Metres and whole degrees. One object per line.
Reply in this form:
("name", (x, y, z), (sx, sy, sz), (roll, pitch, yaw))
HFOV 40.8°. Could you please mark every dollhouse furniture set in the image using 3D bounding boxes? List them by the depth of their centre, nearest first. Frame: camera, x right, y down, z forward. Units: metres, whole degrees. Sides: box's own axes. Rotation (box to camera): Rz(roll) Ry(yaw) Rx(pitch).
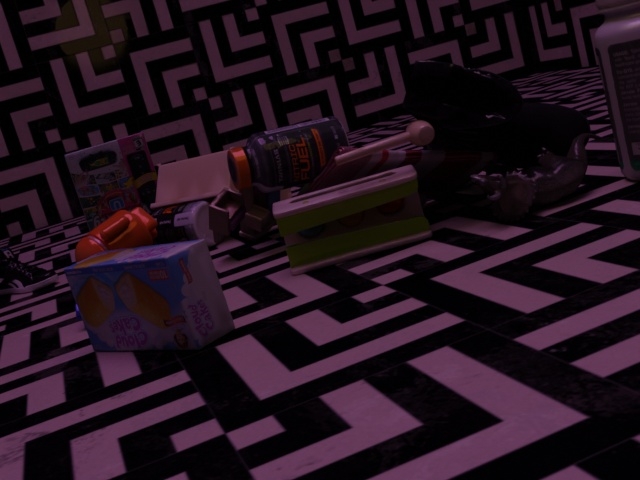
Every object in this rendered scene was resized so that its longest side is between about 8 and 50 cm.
("dollhouse furniture set", (-0.044, -0.042, 1.915), (0.303, 0.198, 0.286), (20, 49, 17))

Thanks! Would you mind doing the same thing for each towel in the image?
("towel", (0.160, -0.139, 1.745), (0.328, 0.037, 0.237), (-1, -15, -18))

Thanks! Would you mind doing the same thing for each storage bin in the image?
("storage bin", (-0.248, -0.126, 2.219), (0.262, 0.123, 0.260), (-9, -18, 33))

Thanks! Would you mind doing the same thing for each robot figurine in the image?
("robot figurine", (-0.482, 0.016, 2.021), (0.219, 0.128, 0.158), (-42, 21, -31))

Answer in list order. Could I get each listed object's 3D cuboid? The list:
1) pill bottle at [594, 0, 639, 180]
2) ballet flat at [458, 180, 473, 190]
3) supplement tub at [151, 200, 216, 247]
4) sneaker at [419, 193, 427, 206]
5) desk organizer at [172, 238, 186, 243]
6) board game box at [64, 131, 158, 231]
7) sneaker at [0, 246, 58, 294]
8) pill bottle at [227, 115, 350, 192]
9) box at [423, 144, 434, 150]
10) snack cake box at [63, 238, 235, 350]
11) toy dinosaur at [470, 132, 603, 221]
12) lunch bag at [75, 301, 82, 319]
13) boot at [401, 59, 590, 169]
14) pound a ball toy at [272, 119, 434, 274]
("pill bottle", (0.603, -0.303, 1.521), (0.204, 0.361, 0.204), (-15, 12, 3))
("ballet flat", (0.274, -0.159, 2.002), (0.091, 0.077, 0.241), (-23, 13, -25))
("supplement tub", (-0.345, -0.029, 2.124), (0.190, 0.117, 0.117), (-8, 14, 33))
("sneaker", (0.187, -0.065, 1.781), (0.098, 0.038, 0.069), (-28, 15, -10))
("desk organizer", (-0.369, 0.039, 1.995), (0.130, 0.050, 0.047), (-22, 13, -28))
("board game box", (-0.550, -0.123, 2.376), (0.224, 0.303, 0.097), (-19, 12, -14))
("sneaker", (-0.782, 0.072, 2.223), (0.216, 0.121, 0.079), (-10, 14, 27))
("pill bottle", (-0.070, -0.175, 1.815), (0.245, 0.131, 0.130), (-15, 11, -16))
("box", (0.435, -0.293, 2.372), (0.261, 0.103, 0.184), (-19, 14, -17))
("snack cake box", (-0.275, 0.091, 1.365), (0.264, 0.152, 0.089), (-7, 15, 40))
("toy dinosaur", (0.401, -0.106, 1.564), (0.313, 0.121, 0.160), (-15, 22, -17))
("lunch bag", (-0.402, 0.100, 1.666), (0.128, 0.096, 0.151), (-14, 26, -1))
("boot", (0.364, -0.248, 1.696), (0.366, 0.146, 0.445), (1, -5, 11))
("pound a ball toy", (0.069, -0.087, 1.593), (0.319, 0.208, 0.136), (-17, 15, 2))
